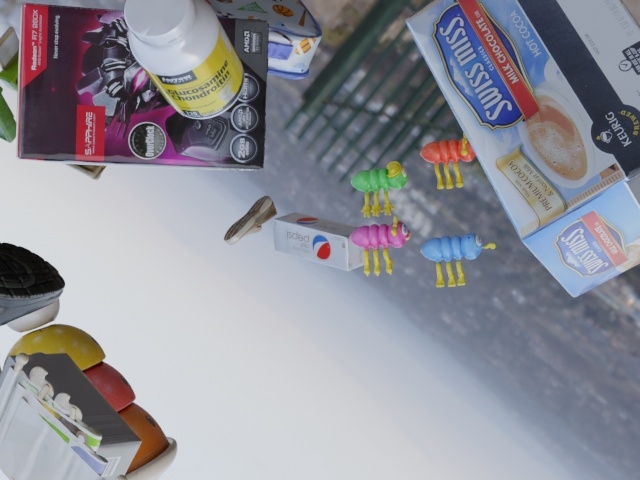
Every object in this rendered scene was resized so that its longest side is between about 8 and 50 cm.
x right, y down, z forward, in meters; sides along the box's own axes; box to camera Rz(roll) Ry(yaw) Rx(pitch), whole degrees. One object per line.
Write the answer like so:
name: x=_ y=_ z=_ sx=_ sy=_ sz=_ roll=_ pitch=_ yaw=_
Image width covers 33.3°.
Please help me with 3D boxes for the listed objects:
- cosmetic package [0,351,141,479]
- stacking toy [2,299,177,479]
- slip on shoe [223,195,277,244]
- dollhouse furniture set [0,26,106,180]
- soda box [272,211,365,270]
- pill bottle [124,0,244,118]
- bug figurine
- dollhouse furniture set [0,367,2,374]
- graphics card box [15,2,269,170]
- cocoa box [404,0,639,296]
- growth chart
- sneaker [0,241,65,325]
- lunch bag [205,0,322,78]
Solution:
cosmetic package: x=-0.414 y=0.289 z=1.726 sx=0.238 sy=0.107 sz=0.127 roll=38 pitch=-161 yaw=34
stacking toy: x=-0.518 y=0.289 z=2.133 sx=0.350 sy=0.350 sz=0.480 roll=-144 pitch=34 yaw=-85
slip on shoe: x=-0.127 y=-0.029 z=1.985 sx=0.051 sy=0.135 sz=0.041 roll=-13 pitch=118 yaw=41
dollhouse furniture set: x=-0.511 y=-0.273 z=2.059 sx=0.301 sy=0.197 sz=0.151 roll=25 pitch=157 yaw=14
soda box: x=0.000 y=0.000 z=2.185 sx=0.069 sy=0.074 sz=0.216 roll=-19 pitch=-156 yaw=-42
pill bottle: x=-0.157 y=-0.220 z=1.222 sx=0.103 sy=0.103 sz=0.184 roll=39 pitch=173 yaw=21
bug figurine: x=0.149 y=-0.056 z=1.604 sx=0.072 sy=0.216 sz=0.279 roll=63 pitch=-157 yaw=-47
dollhouse furniture set: x=-0.734 y=0.303 z=2.128 sx=0.212 sy=0.161 sz=0.242 roll=65 pitch=148 yaw=25
graphics card box: x=-0.267 y=-0.226 z=1.620 sx=0.371 sy=0.233 sz=0.094 roll=3 pitch=-179 yaw=-13
cocoa box: x=0.294 y=-0.152 z=1.274 sx=0.231 sy=0.228 sz=0.347 roll=36 pitch=-153 yaw=-56
growth chart: x=-0.341 y=0.271 z=1.354 sx=0.237 sy=0.172 sz=0.021 roll=44 pitch=-157 yaw=19
sneaker: x=-0.471 y=0.086 z=1.394 sx=0.286 sy=0.130 sz=0.109 roll=-11 pitch=-129 yaw=-41
lunch bag: x=-0.159 y=-0.380 z=1.853 sx=0.303 sy=0.115 sz=0.243 roll=6 pitch=-145 yaw=-27
